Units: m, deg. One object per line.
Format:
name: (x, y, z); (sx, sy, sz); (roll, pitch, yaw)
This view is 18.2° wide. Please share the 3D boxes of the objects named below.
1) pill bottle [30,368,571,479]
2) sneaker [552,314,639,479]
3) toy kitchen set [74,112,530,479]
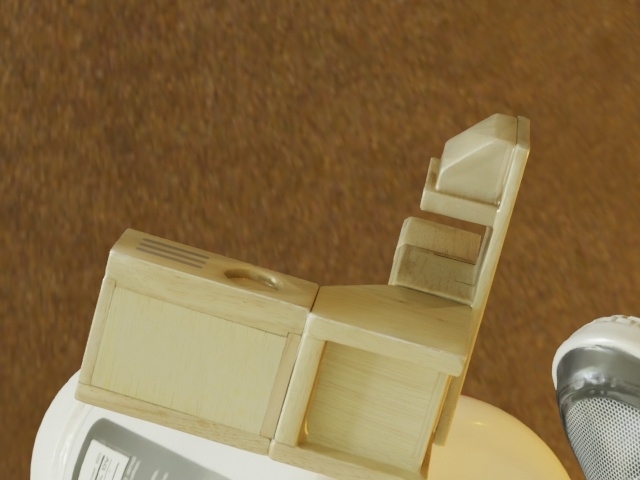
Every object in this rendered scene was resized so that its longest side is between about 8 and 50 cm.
pill bottle: (-0.026, 0.163, 1.151); (0.210, 0.363, 0.210); (-4, 98, -27)
sneaker: (0.142, 0.163, 0.756); (0.153, 0.101, 0.268); (-25, 79, -34)
toy kitchen set: (0.000, 0.000, 0.425); (0.075, 0.083, 0.068); (16, 107, 2)
